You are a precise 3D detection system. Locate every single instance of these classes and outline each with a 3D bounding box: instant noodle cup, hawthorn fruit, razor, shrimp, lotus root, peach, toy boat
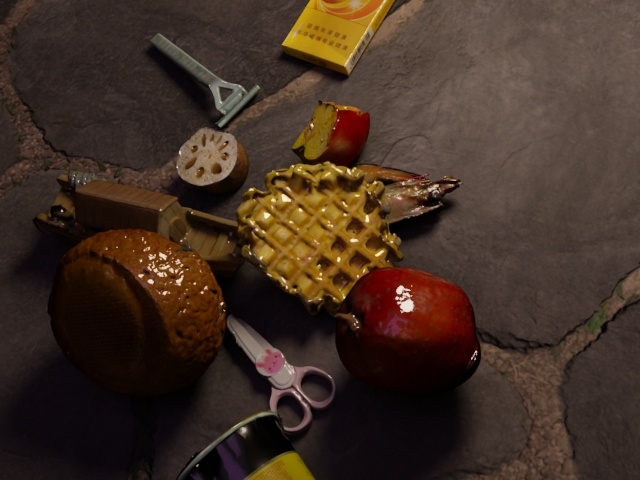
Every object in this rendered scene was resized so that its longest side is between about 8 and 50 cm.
[{"bbox_3d":[-0.078,0.409,1.603,0.215,0.215,0.236,-41,69,-6],"label":"instant noodle cup"},{"bbox_3d":[0.117,0.141,1.634,0.215,0.249,0.215,-13,74,53],"label":"hawthorn fruit"},{"bbox_3d":[-0.246,-0.333,2.088,0.111,0.056,0.278,-46,61,-7],"label":"razor"},{"bbox_3d":[0.105,-0.079,1.858,0.294,0.062,0.154,-7,57,15],"label":"shrimp"},{"bbox_3d":[-0.197,-0.140,1.964,0.122,0.081,0.112,17,72,23],"label":"lotus root"},{"bbox_3d":[0.023,-0.184,1.901,0.151,0.118,0.151,-41,35,37],"label":"peach"},{"bbox_3d":[-0.309,-0.035,1.899,0.445,0.162,0.136,14,65,22],"label":"toy boat"}]

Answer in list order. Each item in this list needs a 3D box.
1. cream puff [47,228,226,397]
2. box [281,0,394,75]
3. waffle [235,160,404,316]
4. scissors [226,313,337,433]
[{"bbox_3d":[-0.293,0.117,1.777,0.303,0.212,0.303,9,109,28],"label":"cream puff"},{"bbox_3d":[0.055,-0.456,2.066,0.152,0.043,0.269,25,74,25],"label":"box"},{"bbox_3d":[0.000,0.000,1.774,0.280,0.060,0.262,-6,89,-8],"label":"waffle"},{"bbox_3d":[-0.079,0.210,1.783,0.118,0.030,0.242,-41,63,-7],"label":"scissors"}]
